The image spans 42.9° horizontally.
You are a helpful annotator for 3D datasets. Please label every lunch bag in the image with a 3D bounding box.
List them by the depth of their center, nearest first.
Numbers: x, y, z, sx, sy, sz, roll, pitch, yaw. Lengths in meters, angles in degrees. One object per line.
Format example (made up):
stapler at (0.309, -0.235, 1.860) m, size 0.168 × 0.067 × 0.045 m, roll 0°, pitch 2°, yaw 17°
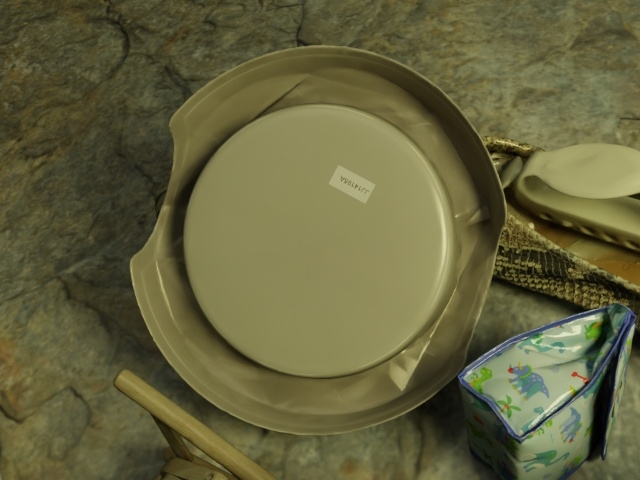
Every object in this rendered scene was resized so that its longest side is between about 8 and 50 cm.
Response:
lunch bag at (0.202, 0.133, 0.688) m, size 0.151 × 0.128 × 0.096 m, roll -32°, pitch 50°, yaw -15°

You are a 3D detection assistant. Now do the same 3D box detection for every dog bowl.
dog bowl at (0.000, 0.000, 0.772) m, size 0.349 × 0.102 × 0.348 m, roll 0°, pitch 89°, yaw 10°

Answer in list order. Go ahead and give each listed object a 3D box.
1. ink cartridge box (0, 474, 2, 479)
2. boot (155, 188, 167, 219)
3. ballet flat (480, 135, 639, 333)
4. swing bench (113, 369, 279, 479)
ink cartridge box at (-0.483, 0.210, 0.775) m, size 0.273 × 0.197 × 0.114 m, roll -27°, pitch 46°, yaw -9°
boot at (-0.079, 0.010, 0.918) m, size 0.237 × 0.085 × 0.178 m, roll -8°, pitch 52°, yaw 9°
ballet flat at (0.326, 0.014, 0.722) m, size 0.483 × 0.182 × 0.164 m, roll 23°, pitch 58°, yaw 32°
swing bench at (-0.122, 0.286, 0.631) m, size 0.255 × 0.165 × 0.253 m, roll 25°, pitch 59°, yaw 27°
